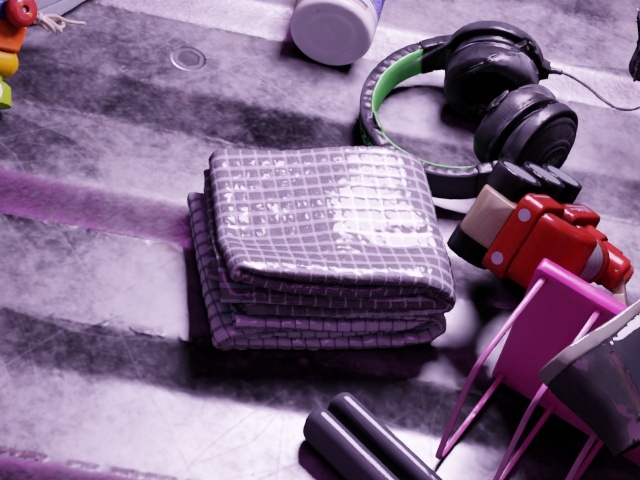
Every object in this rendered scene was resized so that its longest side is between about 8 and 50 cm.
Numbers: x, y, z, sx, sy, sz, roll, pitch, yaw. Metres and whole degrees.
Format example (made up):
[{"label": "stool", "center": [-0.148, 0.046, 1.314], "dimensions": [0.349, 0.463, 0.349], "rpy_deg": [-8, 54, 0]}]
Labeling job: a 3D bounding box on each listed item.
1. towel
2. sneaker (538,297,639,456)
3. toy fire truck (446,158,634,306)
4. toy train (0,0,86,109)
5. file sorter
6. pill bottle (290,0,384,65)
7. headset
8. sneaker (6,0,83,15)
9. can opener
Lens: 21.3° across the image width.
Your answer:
[{"label": "towel", "center": [0.000, 0.000, 1.949], "dimensions": [0.284, 0.121, 0.235], "rpy_deg": [1, 47, -14]}, {"label": "sneaker", "center": [0.326, 0.127, 1.689], "dimensions": [0.222, 0.083, 0.118], "rpy_deg": [-29, 75, -30]}, {"label": "toy fire truck", "center": [0.287, 0.040, 1.949], "dimensions": [0.246, 0.158, 0.217], "rpy_deg": [37, 16, 23]}, {"label": "toy train", "center": [-0.386, -0.222, 2.060], "dimensions": [0.248, 0.105, 0.143], "rpy_deg": [10, 80, -43]}, {"label": "file sorter", "center": [0.294, 0.205, 1.788], "dimensions": [0.291, 0.202, 0.182], "rpy_deg": [31, 51, 14]}, {"label": "pill bottle", "center": [0.032, -0.331, 2.268], "dimensions": [0.112, 0.112, 0.186], "rpy_deg": [17, 47, 0]}, {"label": "headset", "center": [0.244, -0.191, 2.147], "dimensions": [0.394, 0.185, 0.243], "rpy_deg": [-13, 52, -11]}, {"label": "sneaker", "center": [-0.339, -0.356, 2.220], "dimensions": [0.258, 0.094, 0.091], "rpy_deg": [-24, 40, -37]}, {"label": "can opener", "center": [0.103, 0.253, 1.760], "dimensions": [0.076, 0.095, 0.283], "rpy_deg": [-31, 62, -36]}]
